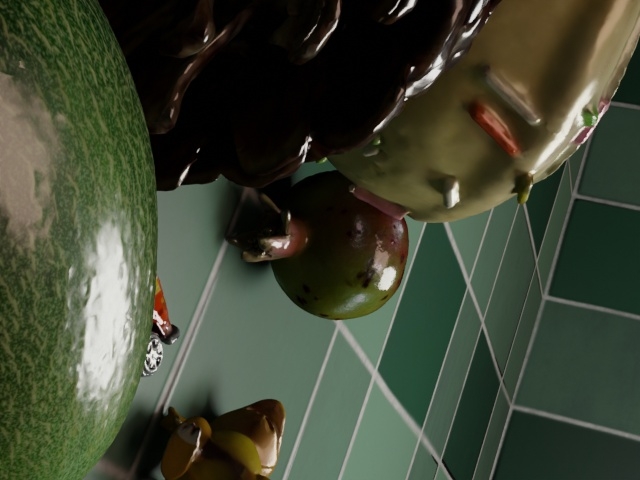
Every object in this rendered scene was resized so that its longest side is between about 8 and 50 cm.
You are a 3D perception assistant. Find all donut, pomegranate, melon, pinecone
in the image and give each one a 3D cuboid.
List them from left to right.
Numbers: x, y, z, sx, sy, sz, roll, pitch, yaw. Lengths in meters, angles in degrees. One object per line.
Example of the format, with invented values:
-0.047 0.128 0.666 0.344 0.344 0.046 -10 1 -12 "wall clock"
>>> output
-0.152 -0.017 0.403 0.182 0.182 0.287 -47 145 -53 "melon"
-0.027 -0.164 0.538 0.242 0.298 0.296 54 30 -5 "pinecone"
0.000 -0.006 0.908 0.159 0.129 0.129 35 64 -28 "pomegranate"
0.097 -0.167 0.796 0.371 0.150 0.307 160 -57 -66 "donut"

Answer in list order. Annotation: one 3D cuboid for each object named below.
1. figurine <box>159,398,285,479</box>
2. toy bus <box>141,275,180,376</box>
-0.083 0.189 0.851 0.122 0.121 0.176 -52 174 13 "figurine"
-0.155 0.062 0.596 0.174 0.079 0.077 -42 132 -55 "toy bus"
